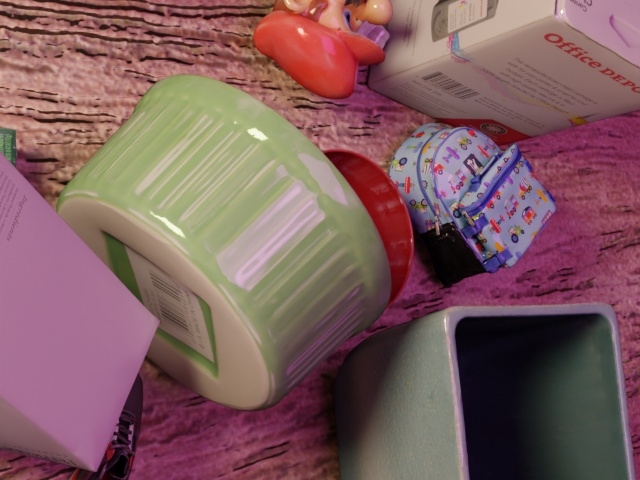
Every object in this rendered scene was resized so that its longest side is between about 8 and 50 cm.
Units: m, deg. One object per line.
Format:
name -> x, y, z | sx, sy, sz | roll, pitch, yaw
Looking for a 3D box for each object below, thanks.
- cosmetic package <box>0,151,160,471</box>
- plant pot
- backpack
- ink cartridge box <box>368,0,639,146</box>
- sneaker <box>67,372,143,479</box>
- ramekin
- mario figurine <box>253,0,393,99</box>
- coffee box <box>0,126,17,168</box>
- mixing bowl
cosmetic package -> -0.299, 0.028, 1.016 | 0.365, 0.197, 0.155 | 57, 46, -53
plant pot -> 0.148, 0.205, 1.390 | 0.247, 0.252, 0.247 | 1, 80, -38
backpack -> 0.171, -0.059, 1.550 | 0.158, 0.117, 0.173 | -43, 105, -36
ink cartridge box -> 0.238, -0.224, 1.512 | 0.226, 0.306, 0.131 | 22, 68, -34
sneaker -> -0.190, 0.192, 1.247 | 0.061, 0.065, 0.158 | 24, 67, -32
ramekin -> -0.098, 0.013, 1.214 | 0.148, 0.303, 0.303 | -46, 109, -27
mario figurine -> 0.030, -0.310, 1.458 | 0.198, 0.170, 0.321 | 10, 73, -38
coffee box -> -0.361, -0.050, 1.170 | 0.184, 0.040, 0.113 | 4, 80, -33
mixing bowl -> 0.000, 0.000, 1.414 | 0.181, 0.098, 0.181 | 8, 77, -37
